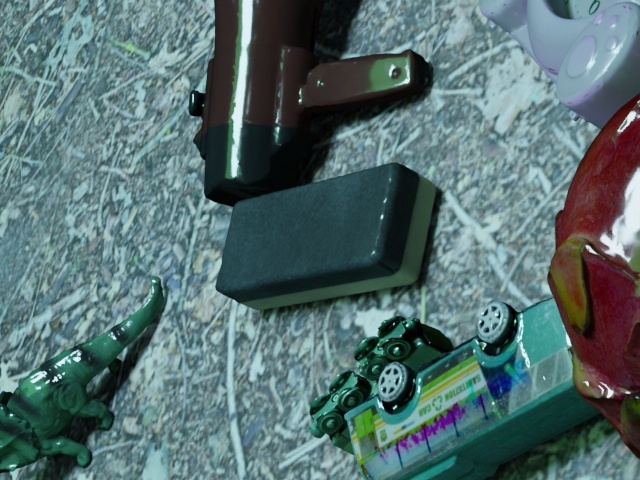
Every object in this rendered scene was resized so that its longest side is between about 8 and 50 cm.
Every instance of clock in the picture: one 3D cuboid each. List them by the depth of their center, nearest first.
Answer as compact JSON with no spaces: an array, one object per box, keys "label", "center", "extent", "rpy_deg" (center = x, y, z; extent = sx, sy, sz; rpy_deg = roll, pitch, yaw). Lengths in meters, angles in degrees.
[{"label":"clock","center":[0.287,-0.255,1.573],"extent":[0.322,0.113,0.295],"rpy_deg":[-54,26,15]}]

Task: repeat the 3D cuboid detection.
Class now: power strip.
[{"label":"power strip","center":[0.000,0.000,1.856],"extent":[0.256,0.070,0.105],"rpy_deg":[-11,59,47]}]

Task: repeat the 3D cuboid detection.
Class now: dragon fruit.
[{"label":"dragon fruit","center":[0.280,0.001,1.363],"extent":[0.315,0.250,0.250],"rpy_deg":[-51,34,-9]}]

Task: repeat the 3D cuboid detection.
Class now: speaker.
[{"label":"speaker","center":[-0.012,-0.205,1.980],"extent":[0.259,0.198,0.329],"rpy_deg":[-4,77,9]}]

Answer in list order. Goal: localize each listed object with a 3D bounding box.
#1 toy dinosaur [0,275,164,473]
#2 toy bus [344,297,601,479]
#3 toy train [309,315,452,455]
[{"label":"toy dinosaur","center":[-0.263,0.169,2.093],"extent":[0.292,0.120,0.079],"rpy_deg":[-34,28,2]},{"label":"toy bus","center":[0.134,0.130,1.586],"extent":[0.261,0.091,0.109],"rpy_deg":[-35,51,37]},{"label":"toy train","center":[0.050,0.126,1.708],"extent":[0.148,0.071,0.038],"rpy_deg":[-50,35,21]}]
